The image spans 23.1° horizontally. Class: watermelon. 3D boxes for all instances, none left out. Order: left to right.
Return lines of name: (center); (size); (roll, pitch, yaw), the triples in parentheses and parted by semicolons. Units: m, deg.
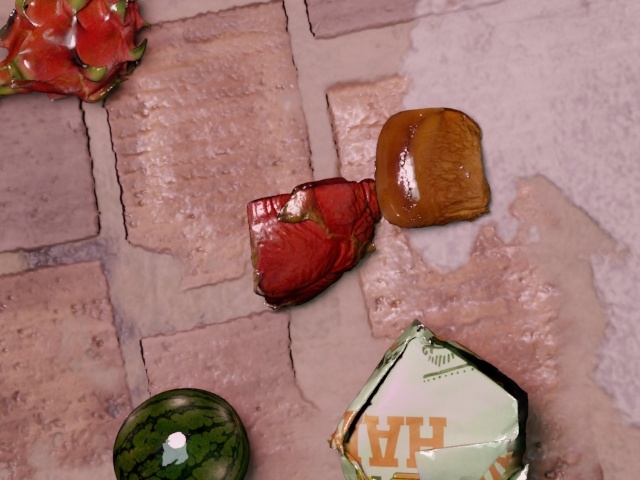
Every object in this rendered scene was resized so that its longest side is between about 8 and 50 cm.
watermelon: (-0.165, 0.243, 1.686); (0.187, 0.141, 0.140); (-39, 82, 11)

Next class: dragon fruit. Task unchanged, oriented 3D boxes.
dragon fruit: (-0.300, -0.209, 1.725); (0.236, 0.137, 0.135); (-21, 76, 0)
dragon fruit: (0.000, 0.000, 1.677); (0.161, 0.120, 0.127); (-15, 91, 2)

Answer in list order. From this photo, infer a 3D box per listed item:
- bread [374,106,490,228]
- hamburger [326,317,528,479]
bread: (0.123, -0.080, 1.681); (0.126, 0.044, 0.129); (-3, 81, -11)
hamburger: (0.135, 0.221, 1.642); (0.235, 0.125, 0.214); (31, 99, 13)
